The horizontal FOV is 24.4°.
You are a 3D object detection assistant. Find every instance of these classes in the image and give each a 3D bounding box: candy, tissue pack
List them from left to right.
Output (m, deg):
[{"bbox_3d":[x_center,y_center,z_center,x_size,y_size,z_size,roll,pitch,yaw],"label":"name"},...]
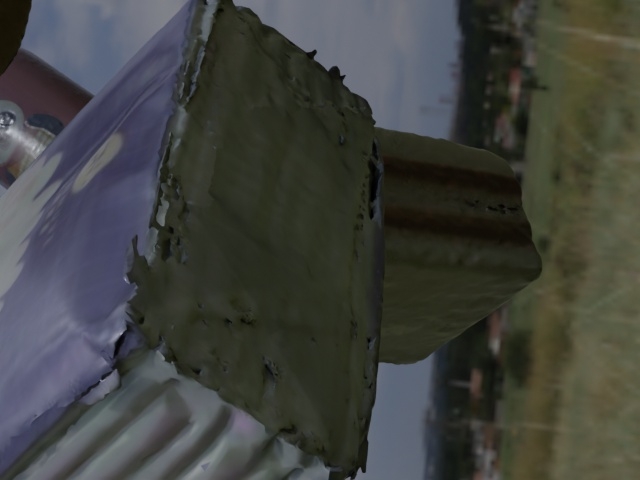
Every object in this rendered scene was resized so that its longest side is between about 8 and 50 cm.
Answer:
[{"bbox_3d":[-0.125,0.081,0.636,0.343,0.125,0.242,-42,26,29],"label":"tissue pack"},{"bbox_3d":[0.000,0.000,1.185,0.179,0.320,0.135,-42,52,44],"label":"candy"}]

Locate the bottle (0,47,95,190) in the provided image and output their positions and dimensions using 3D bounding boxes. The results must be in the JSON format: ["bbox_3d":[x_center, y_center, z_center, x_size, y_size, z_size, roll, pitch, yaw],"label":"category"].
[{"bbox_3d":[-0.304,-0.113,1.576,0.144,0.336,0.144,-44,-25,-27],"label":"bottle"}]

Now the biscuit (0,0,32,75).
[{"bbox_3d":[-0.204,-0.116,0.670,0.170,0.050,0.170,-9,-79,-53],"label":"biscuit"}]
